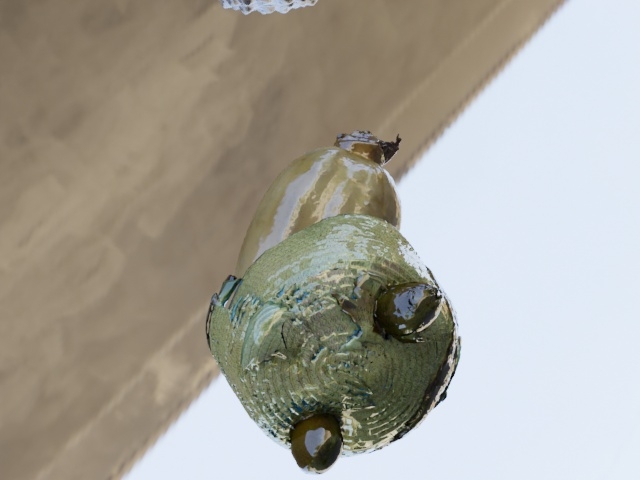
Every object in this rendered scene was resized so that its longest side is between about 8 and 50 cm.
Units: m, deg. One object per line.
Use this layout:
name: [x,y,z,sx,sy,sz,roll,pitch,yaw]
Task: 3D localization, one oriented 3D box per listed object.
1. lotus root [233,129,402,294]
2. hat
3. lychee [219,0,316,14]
lotus root: [0.000,0.000,0.695,0.062,0.073,0.150,105,-172,-56]
hat: [0.007,0.037,0.452,0.077,0.059,0.076,-37,-71,5]
lychee: [-0.033,-0.223,0.867,0.197,0.165,0.165,165,128,-85]
